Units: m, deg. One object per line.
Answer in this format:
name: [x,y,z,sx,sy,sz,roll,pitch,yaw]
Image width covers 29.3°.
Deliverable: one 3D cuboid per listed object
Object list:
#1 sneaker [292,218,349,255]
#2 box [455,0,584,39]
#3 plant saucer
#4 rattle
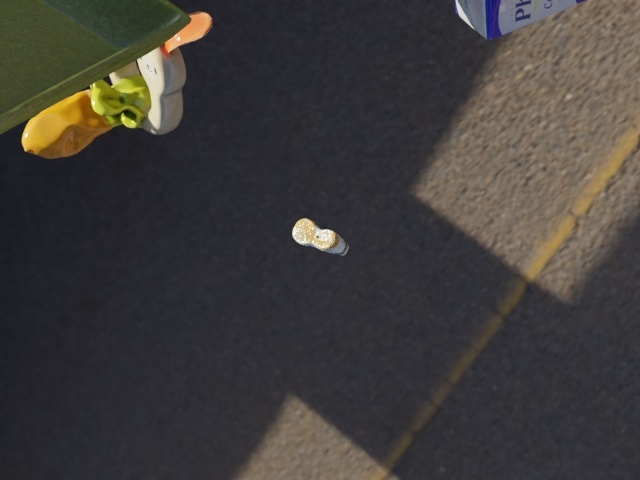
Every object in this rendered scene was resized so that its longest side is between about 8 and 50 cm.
sneaker: [0.000,0.000,1.472,0.037,0.032,0.083,32,177,-42]
box: [0.213,-0.296,1.284,0.072,0.137,0.126,55,163,41]
plant saucer: [-0.200,-0.124,0.680,0.188,0.188,0.045,32,127,11]
rattle: [-0.190,-0.153,1.105,0.199,0.142,0.130,170,92,-68]
